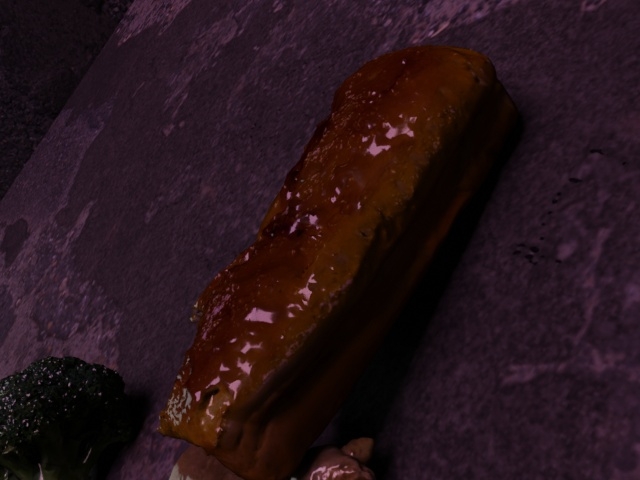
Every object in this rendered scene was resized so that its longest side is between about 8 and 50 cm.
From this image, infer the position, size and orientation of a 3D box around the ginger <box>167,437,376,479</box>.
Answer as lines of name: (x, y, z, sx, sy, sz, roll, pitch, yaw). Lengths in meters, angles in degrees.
ginger: (-0.047, 0.198, 0.565, 0.213, 0.074, 0.137, 0, 60, 47)

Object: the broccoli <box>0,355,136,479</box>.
broccoli: (-0.300, 0.205, 0.824, 0.195, 0.195, 0.156, -24, 63, 42)

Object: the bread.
bread: (0.000, 0.000, 0.602, 0.185, 0.109, 0.380, 6, 56, 53)
